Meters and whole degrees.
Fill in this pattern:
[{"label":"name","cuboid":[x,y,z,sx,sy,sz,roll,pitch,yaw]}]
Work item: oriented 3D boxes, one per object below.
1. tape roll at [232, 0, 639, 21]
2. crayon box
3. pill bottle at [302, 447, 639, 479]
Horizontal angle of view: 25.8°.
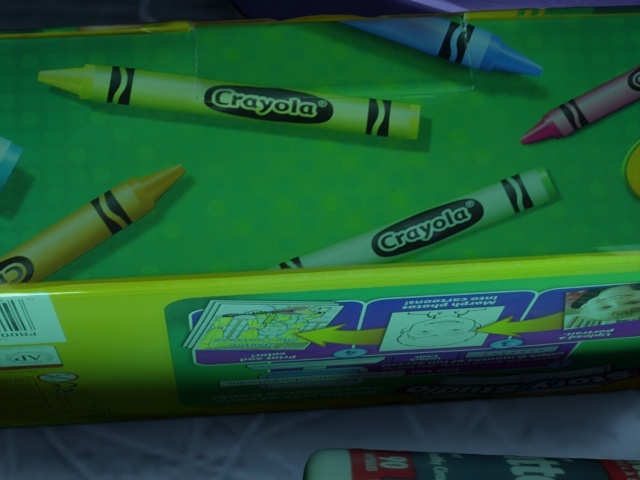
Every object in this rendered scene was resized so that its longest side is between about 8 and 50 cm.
[{"label":"tape roll","cuboid":[0.074,-0.189,0.570,0.275,0.090,0.274,1,71,-3]},{"label":"crayon box","cuboid":[0.000,0.000,0.458,0.278,0.165,0.081,-3,71,-5]},{"label":"pill bottle","cuboid":[0.082,0.123,0.449,0.180,0.108,0.108,3,71,-3]}]
